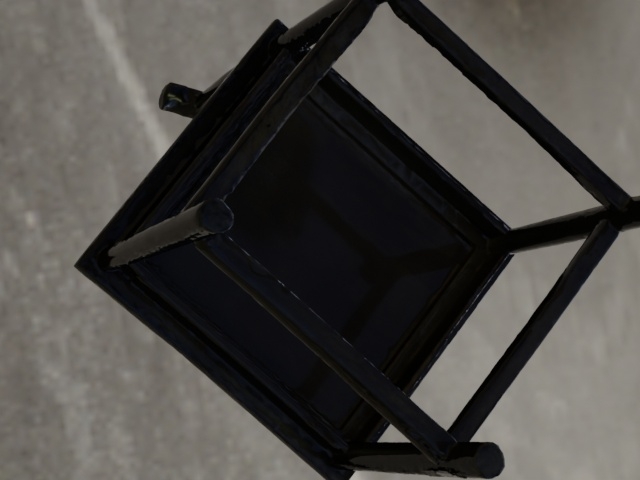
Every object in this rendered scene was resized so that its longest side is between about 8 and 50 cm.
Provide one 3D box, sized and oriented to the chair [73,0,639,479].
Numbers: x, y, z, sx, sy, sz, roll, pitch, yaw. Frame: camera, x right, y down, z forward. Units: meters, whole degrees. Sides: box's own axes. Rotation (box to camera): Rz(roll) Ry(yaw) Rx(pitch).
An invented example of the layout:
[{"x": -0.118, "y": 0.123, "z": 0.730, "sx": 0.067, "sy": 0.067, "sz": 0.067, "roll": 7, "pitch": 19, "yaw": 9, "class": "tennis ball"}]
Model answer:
[{"x": 0.000, "y": 0.000, "z": 0.747, "sx": 0.154, "sy": 0.260, "sz": 0.141, "roll": 42, "pitch": 72, "yaw": -11, "class": "chair"}]
